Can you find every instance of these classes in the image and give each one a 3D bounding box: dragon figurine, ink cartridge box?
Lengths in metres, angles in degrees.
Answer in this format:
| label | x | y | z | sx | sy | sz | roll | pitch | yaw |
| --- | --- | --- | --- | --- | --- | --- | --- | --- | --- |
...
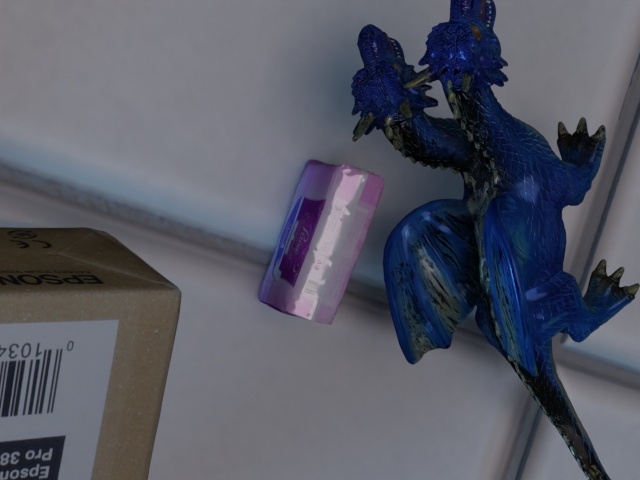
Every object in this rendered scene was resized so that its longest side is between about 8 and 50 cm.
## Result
| label | x | y | z | sx | sy | sz | roll | pitch | yaw |
| --- | --- | --- | --- | --- | --- | --- | --- | --- | --- |
| dragon figurine | 0.088 | 0.017 | 0.627 | 0.144 | 0.085 | 0.289 | -17 | 102 | -48 |
| ink cartridge box | -0.189 | 0.095 | 0.512 | 0.234 | 0.088 | 0.193 | 0 | 109 | -38 |

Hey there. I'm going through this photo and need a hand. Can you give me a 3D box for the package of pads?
| label | x | y | z | sx | sy | sz | roll | pitch | yaw |
| --- | --- | --- | --- | --- | --- | --- | --- | --- | --- |
| package of pads | 0.000 | 0.000 | 0.641 | 0.032 | 0.050 | 0.083 | 21 | 88 | -21 |
